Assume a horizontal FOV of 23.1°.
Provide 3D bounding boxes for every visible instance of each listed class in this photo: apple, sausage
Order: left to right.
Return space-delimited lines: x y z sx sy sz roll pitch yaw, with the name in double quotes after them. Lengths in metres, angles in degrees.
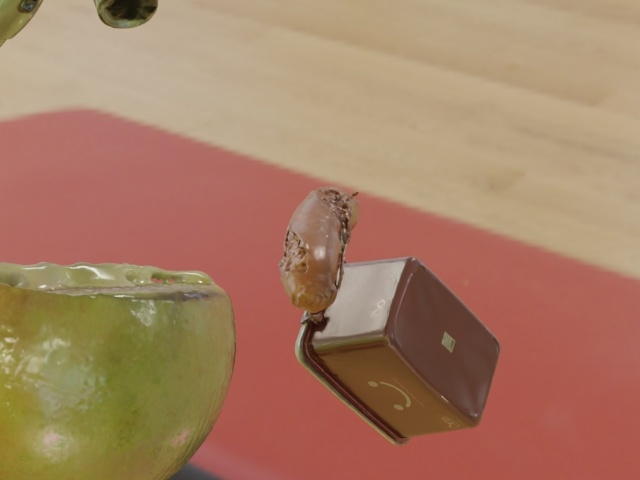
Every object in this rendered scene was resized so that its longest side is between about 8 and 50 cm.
-0.152 0.112 1.110 0.120 0.193 0.265 3 -1 43 "apple"
-0.001 -0.002 1.928 0.079 0.087 0.326 -30 13 16 "sausage"

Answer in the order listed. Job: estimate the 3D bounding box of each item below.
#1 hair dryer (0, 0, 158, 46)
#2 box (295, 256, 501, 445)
-0.193 -0.185 1.178 0.092 0.267 0.229 11 26 -33 "hair dryer"
0.123 0.156 2.293 0.167 0.294 0.193 -12 47 40 "box"
